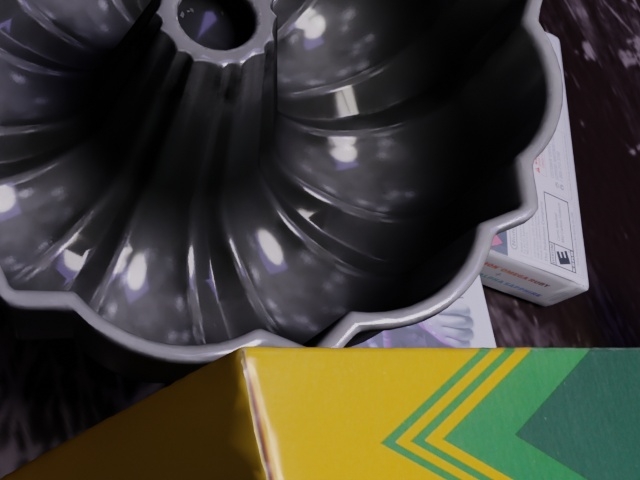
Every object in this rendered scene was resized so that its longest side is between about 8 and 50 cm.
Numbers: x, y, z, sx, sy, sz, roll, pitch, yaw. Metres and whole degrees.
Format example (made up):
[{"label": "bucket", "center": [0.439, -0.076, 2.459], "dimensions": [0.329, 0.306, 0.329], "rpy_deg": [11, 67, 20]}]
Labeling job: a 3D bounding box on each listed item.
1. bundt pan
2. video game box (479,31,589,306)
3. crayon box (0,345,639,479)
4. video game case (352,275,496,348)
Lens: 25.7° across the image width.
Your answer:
[{"label": "bundt pan", "center": [-0.059, -0.075, 0.671], "dimensions": [0.330, 0.124, 0.331], "rpy_deg": [6, 64, -12]}, {"label": "video game box", "center": [0.093, -0.074, 0.934], "dimensions": [0.187, 0.048, 0.205], "rpy_deg": [21, 56, -37]}, {"label": "crayon box", "center": [-0.003, 0.116, 0.623], "dimensions": [0.323, 0.203, 0.083], "rpy_deg": [3, 65, -43]}, {"label": "video game case", "center": [0.000, 0.000, 0.784], "dimensions": [0.190, 0.022, 0.173], "rpy_deg": [-1, 69, -25]}]
